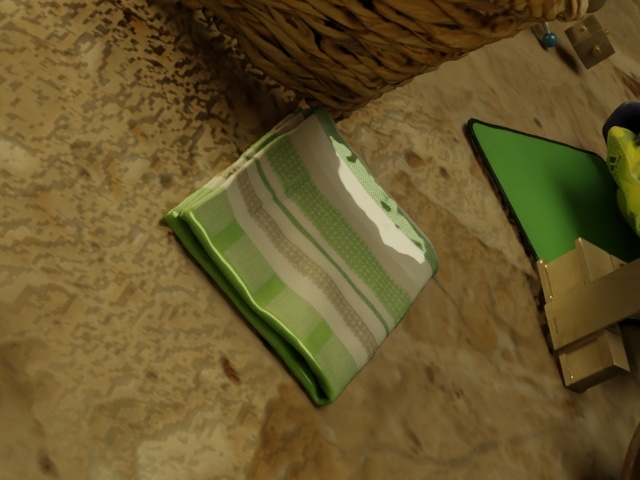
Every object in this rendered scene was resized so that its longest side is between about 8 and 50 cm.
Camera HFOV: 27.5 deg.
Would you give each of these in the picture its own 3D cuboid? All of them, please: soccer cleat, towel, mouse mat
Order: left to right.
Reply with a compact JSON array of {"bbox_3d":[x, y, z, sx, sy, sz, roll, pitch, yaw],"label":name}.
[{"bbox_3d":[0.000,0.000,0.617,0.113,0.023,0.152,49,31,-3],"label":"towel"},{"bbox_3d":[0.178,-0.009,0.878,0.189,0.007,0.153,6,53,-49],"label":"mouse mat"},{"bbox_3d":[0.227,-0.018,0.838,0.121,0.093,0.289,39,20,-7],"label":"soccer cleat"}]

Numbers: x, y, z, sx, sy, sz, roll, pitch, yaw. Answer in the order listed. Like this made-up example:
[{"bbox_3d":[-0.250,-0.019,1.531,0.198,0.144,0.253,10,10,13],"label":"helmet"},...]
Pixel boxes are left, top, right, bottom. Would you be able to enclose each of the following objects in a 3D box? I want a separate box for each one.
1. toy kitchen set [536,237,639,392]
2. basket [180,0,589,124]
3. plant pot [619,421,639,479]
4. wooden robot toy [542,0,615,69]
[{"bbox_3d":[0.180,0.043,0.758,0.075,0.068,0.083,24,47,-40],"label":"toy kitchen set"},{"bbox_3d":[0.053,-0.243,0.636,0.213,0.223,0.299,41,67,-16],"label":"basket"},{"bbox_3d":[0.297,0.169,0.681,0.230,0.215,0.215,37,30,-50],"label":"plant pot"},{"bbox_3d":[0.173,-0.217,1.037,0.173,0.076,0.079,34,24,-28],"label":"wooden robot toy"}]
